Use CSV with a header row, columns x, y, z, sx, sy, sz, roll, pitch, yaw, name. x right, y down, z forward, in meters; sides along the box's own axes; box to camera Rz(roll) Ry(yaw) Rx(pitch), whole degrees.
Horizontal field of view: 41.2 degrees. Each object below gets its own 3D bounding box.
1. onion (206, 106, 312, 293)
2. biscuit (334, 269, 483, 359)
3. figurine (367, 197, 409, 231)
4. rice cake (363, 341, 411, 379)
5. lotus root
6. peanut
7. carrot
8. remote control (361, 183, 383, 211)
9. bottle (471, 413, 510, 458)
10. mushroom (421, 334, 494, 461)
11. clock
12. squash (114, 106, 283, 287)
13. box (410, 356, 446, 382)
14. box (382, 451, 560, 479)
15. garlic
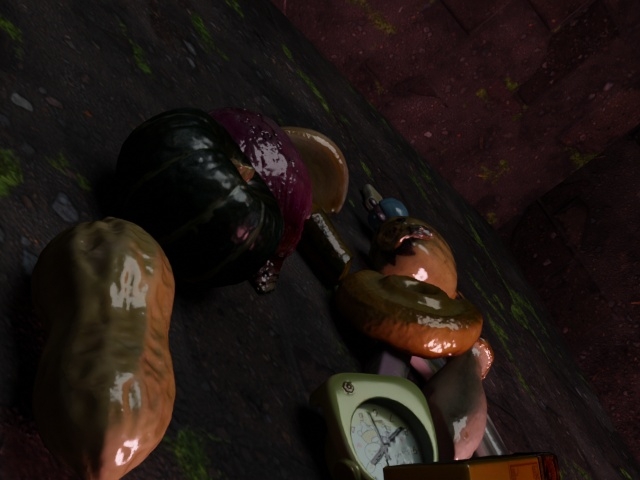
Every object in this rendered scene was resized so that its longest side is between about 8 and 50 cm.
x,y,z,sx,sy,sz,roll,pitch,yaw,name
-0.093,-0.085,1.410,0.267,0.159,0.348,22,32,-54,onion
0.161,0.129,1.537,0.274,0.091,0.213,18,17,1,biscuit
0.207,-0.008,2.150,0.260,0.103,0.205,55,15,-26,figurine
0.103,0.243,1.399,0.070,0.064,0.399,44,17,-4,rice cake
0.234,0.070,1.941,0.310,0.183,0.182,42,19,-35,lotus root
-0.200,0.088,0.787,0.149,0.149,0.313,40,25,-36,peanut
0.000,0.000,1.613,0.173,0.082,0.082,50,16,6,carrot
0.145,-0.105,2.309,0.074,0.032,0.122,45,18,-22,remote control
0.302,0.394,1.597,0.096,0.079,0.253,6,45,-36,bottle
0.243,0.286,1.519,0.128,0.128,0.350,49,31,-8,mushroom
0.081,0.294,1.145,0.170,0.069,0.232,11,51,-31,clock
-0.159,-0.055,1.147,0.252,0.165,0.252,49,15,-18,squash
0.171,0.191,1.738,0.285,0.044,0.142,50,12,-6,box
0.223,0.413,1.099,0.415,0.116,0.264,20,61,-60,box
-0.040,-0.154,1.790,0.245,0.145,0.164,43,49,-20,garlic
